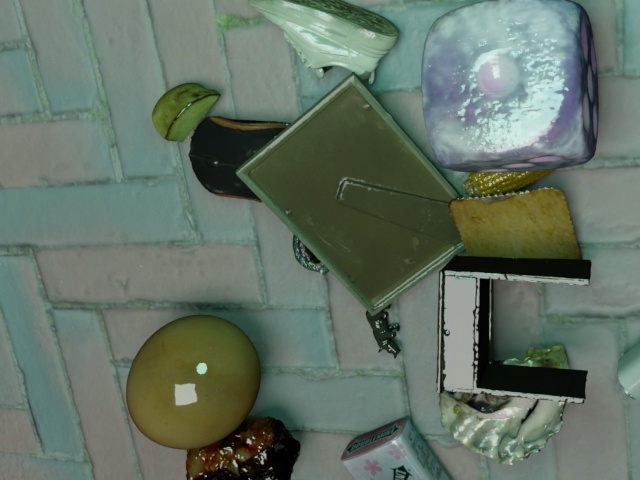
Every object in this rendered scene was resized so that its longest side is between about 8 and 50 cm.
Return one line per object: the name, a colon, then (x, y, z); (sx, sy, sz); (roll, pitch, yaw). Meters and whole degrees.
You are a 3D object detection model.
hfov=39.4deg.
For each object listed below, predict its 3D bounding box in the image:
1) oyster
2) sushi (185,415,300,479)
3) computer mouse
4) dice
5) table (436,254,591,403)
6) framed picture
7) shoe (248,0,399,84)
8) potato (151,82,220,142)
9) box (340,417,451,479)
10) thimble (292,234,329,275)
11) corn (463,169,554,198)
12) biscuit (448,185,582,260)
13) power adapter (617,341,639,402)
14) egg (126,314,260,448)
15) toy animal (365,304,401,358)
oyster: (0.412, 0.352, 1.961); (0.238, 0.115, 0.351); (43, 117, 9)
sushi: (-0.206, 0.547, 2.251); (0.343, 0.196, 0.182); (-24, 99, 34)
computer mouse: (-0.148, -0.175, 1.949); (0.323, 0.116, 0.183); (6, 110, 20)
dice: (0.338, -0.263, 1.575); (0.270, 0.271, 0.270); (-2, 88, 24)
table: (0.387, 0.169, 1.772); (0.281, 0.196, 0.251); (3, 99, 18)
framed picture: (0.090, -0.083, 1.856); (0.326, 0.028, 0.446); (-37, 108, 19)
shoe: (-0.006, -0.403, 1.788); (0.316, 0.124, 0.159); (22, 126, 12)
potato: (-0.312, -0.307, 1.956); (0.149, 0.081, 0.120); (-47, 65, 22)
box: (0.227, 0.621, 2.153); (0.190, 0.112, 0.370); (-31, 98, 31)
thimble: (-0.001, -0.002, 1.978); (0.118, 0.090, 0.135); (23, 119, 7)
corn: (0.393, -0.154, 1.747); (0.261, 0.097, 0.097); (-26, 101, 29)
biscuit: (0.396, -0.012, 1.807); (0.232, 0.013, 0.237); (-6, 133, 25)
power adapter: (0.744, 0.238, 1.763); (0.187, 0.124, 0.255); (40, 121, 0)
egg: (-0.308, 0.344, 2.135); (0.301, 0.301, 0.374); (41, 122, 1)
toy animal: (0.147, 0.209, 2.039); (0.065, 0.047, 0.136); (-14, 108, 32)
